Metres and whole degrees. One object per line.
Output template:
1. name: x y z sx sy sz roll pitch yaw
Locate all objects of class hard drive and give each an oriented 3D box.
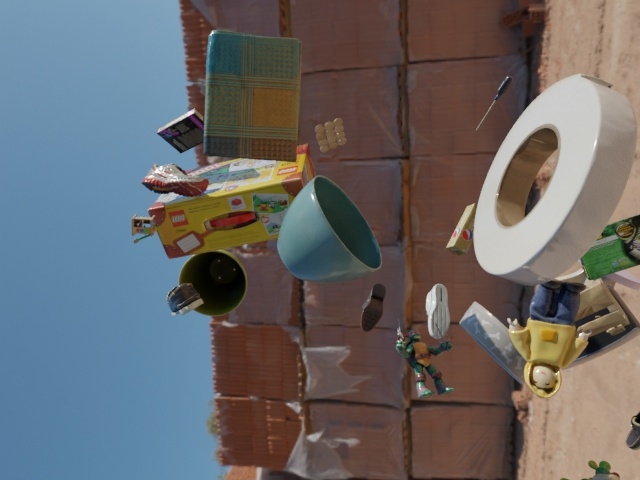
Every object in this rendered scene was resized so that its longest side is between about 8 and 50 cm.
1. hard drive: 0.782 0.260 1.413 0.054 0.255 0.172 10 -132 -52

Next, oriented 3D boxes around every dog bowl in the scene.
1. dog bowl: 0.658 0.381 1.757 0.102 0.349 0.349 -46 -7 3

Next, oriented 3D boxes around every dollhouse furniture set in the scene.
1. dollhouse furniture set: 0.681 0.178 1.210 0.144 0.123 0.151 58 -154 4

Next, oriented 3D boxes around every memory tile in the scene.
1. memory tile: 0.039 -0.403 1.836 0.148 0.113 0.012 70 175 -60

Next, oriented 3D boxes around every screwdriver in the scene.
1. screwdriver: 0.489 -0.388 1.360 0.025 0.024 0.170 56 129 34

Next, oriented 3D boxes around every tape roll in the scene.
1. tape roll: 0.415 -0.109 0.899 0.392 0.072 0.391 -162 90 -86

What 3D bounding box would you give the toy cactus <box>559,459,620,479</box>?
1. toy cactus: 0.716 0.654 1.252 0.180 0.219 0.112 107 143 -57

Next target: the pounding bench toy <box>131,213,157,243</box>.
1. pounding bench toy: -0.518 -0.030 1.413 0.052 0.065 0.083 -113 28 -69

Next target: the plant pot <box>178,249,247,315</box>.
1. plant pot: -0.437 0.150 2.063 0.293 0.275 0.274 -102 11 -81

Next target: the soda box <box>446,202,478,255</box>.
1. soda box: 0.521 -0.039 1.702 0.181 0.058 0.061 -61 5 -11

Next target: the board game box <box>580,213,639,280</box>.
1. board game box: 0.861 0.007 1.337 0.030 0.260 0.136 -10 -100 -76

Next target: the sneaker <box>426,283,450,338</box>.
1. sneaker: 0.502 0.315 2.062 0.091 0.094 0.258 115 174 -53

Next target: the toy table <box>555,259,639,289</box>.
1. toy table: 0.958 0.146 1.683 0.160 0.274 0.252 -65 -11 21

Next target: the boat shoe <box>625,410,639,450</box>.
1. boat shoe: 0.828 0.474 1.234 0.056 0.049 0.152 -72 2 -71

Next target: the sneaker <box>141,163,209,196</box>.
1. sneaker: -0.441 -0.194 1.462 0.088 0.225 0.092 58 -135 -61

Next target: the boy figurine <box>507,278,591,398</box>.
1. boy figurine: 0.523 0.227 1.112 0.092 0.177 0.285 -7 -72 -74

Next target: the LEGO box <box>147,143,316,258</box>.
1. LEGO box: -0.271 -0.145 1.655 0.372 0.500 0.193 -86 -17 -62

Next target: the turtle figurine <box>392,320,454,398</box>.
1. turtle figurine: 0.308 0.343 1.426 0.118 0.175 0.234 103 155 -61

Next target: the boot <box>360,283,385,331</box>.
1. boot: 0.211 0.293 1.980 0.106 0.082 0.219 109 -174 -60

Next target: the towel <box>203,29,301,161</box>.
1. towel: -0.193 -0.412 1.370 0.040 0.272 0.370 150 122 -77

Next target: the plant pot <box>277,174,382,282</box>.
1. plant pot: 0.000 0.000 1.276 0.290 0.195 0.290 45 -157 -26

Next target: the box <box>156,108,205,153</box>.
1. box: -0.445 -0.362 1.596 0.116 0.162 0.029 44 -149 -49

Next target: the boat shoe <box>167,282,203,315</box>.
1. boat shoe: -0.353 0.147 1.225 0.068 0.081 0.228 60 155 -5
